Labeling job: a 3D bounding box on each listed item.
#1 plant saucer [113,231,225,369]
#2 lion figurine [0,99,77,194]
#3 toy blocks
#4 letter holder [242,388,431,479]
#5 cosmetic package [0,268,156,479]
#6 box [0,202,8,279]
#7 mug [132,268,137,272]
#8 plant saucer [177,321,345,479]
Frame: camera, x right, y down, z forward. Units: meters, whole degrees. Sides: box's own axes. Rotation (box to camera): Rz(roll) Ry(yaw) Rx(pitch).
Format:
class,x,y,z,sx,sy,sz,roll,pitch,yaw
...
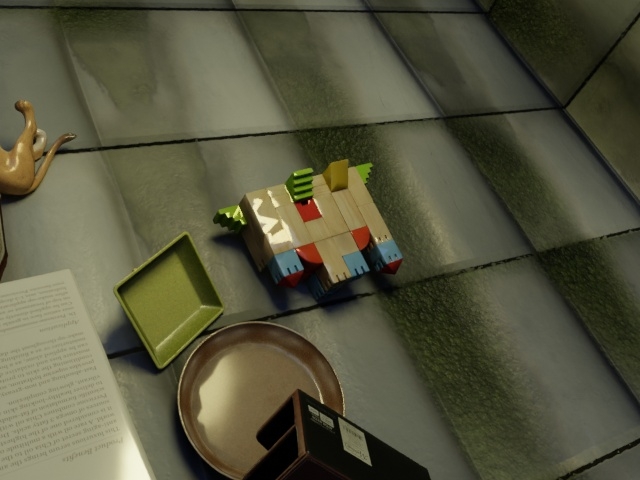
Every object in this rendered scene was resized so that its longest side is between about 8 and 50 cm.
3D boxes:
class,x,y,z,sx,sy,sz,roll,pitch,yaw
plant saucer,-0.286,0.108,1.176,0.045,0.188,0.188,2,34,39
lion figurine,-0.662,-0.167,1.198,0.392,0.142,0.240,15,63,-40
toy blocks,0.000,0.000,1.362,0.381,0.191,0.261,-17,74,-32
letter holder,0.017,0.423,1.016,0.302,0.214,0.152,37,15,-20
cosmetic package,-0.415,0.268,0.923,0.230,0.161,0.453,-13,48,-29
box,-0.742,-0.011,1.043,0.381,0.191,0.143,12,51,-13
mug,-0.349,0.097,1.200,0.078,0.064,0.062,40,51,11
plant saucer,-0.107,0.296,1.156,0.310,0.050,0.311,10,51,-13
